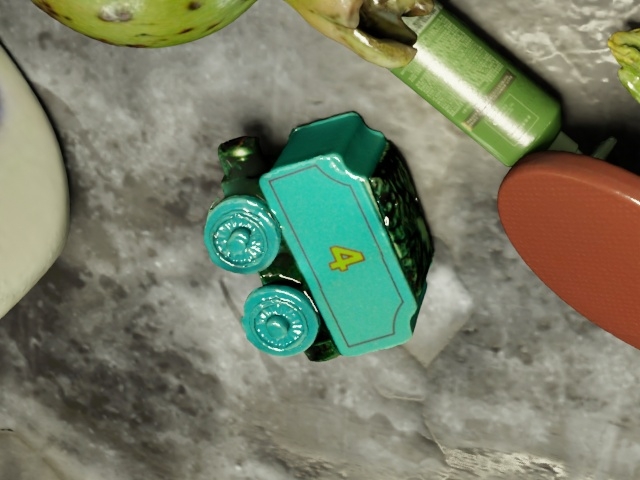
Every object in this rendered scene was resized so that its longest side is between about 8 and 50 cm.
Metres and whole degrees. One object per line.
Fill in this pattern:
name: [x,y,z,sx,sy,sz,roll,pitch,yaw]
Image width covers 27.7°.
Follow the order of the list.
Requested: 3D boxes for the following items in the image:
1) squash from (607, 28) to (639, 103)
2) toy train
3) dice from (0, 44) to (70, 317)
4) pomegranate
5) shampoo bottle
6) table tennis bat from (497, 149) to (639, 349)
squash: [0.306,-0.038,0.845,0.137,0.137,0.287,-35,99,33]
toy train: [0.000,0.000,1.001,0.154,0.107,0.198,-15,112,19]
dice: [-0.395,-0.028,1.015,0.277,0.304,0.304,-31,103,31]
pomegranate: [-0.063,-0.235,0.832,0.305,0.242,0.242,5,122,-9]
shampoo bottle: [0.114,-0.108,0.918,0.204,0.065,0.065,39,124,-3]
table tennis bat: [0.242,0.048,0.919,0.310,0.038,0.200,45,160,-25]
